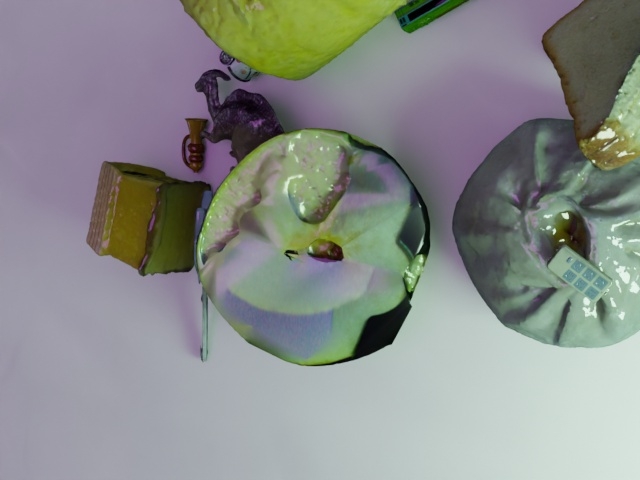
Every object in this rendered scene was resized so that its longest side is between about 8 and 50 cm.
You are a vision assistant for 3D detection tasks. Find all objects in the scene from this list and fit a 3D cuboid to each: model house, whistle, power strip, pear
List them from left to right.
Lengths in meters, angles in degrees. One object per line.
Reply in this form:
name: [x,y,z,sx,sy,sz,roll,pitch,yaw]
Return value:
model house: [-0.369,-0.052,1.562,0.234,0.174,0.194,18,103,23]
whistle: [-0.259,-0.192,1.567,0.057,0.046,0.109,12,106,13]
pear: [-0.003,-0.003,1.346,0.398,0.165,0.399,2,104,7]
power strip: [0.349,0.044,1.053,0.090,0.016,0.040,38,116,10]

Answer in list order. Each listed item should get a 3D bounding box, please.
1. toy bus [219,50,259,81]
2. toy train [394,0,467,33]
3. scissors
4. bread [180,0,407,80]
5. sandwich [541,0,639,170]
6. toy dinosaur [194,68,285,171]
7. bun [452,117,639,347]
toy bus: [-0.153,-0.400,1.468,0.089,0.087,0.194,-22,85,24]
toy train: [0.224,-0.406,1.282,0.209,0.044,0.042,-25,82,28]
scissors: [-0.230,0.086,1.535,0.029,0.191,0.361,5,114,-3]
bread: [-0.053,-0.449,1.269,0.307,0.348,0.348,-35,78,31]
sandwich: [0.440,-0.259,1.063,0.254,0.099,0.289,-29,37,29]
toy dinosaur: [-0.143,-0.206,1.459,0.294,0.077,0.162,29,130,22]
bun: [0.354,-0.011,1.160,0.354,0.194,0.355,2,94,27]
